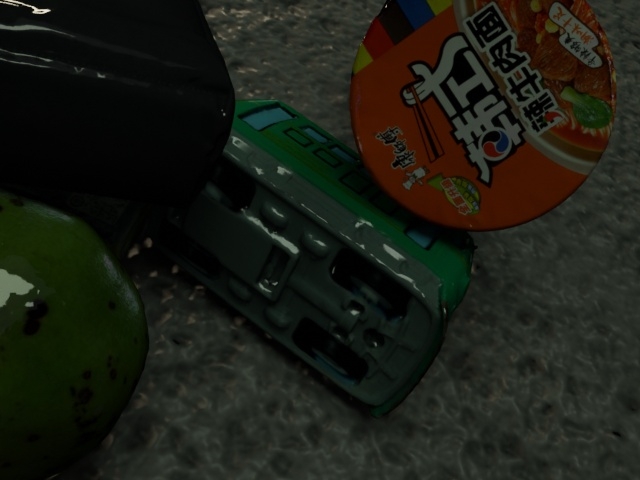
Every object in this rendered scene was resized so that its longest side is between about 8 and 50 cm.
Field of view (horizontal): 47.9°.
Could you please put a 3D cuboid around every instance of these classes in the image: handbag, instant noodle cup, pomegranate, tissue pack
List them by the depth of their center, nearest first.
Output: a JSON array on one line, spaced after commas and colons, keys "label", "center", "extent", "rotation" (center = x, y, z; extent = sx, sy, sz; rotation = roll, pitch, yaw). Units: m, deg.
[{"label": "pomegranate", "center": [-0.268, 0.069, 0.603], "extent": [0.254, 0.254, 0.270], "rotation": [19, 38, -4]}, {"label": "handbag", "center": [-0.253, -0.159, 0.624], "extent": [0.302, 0.177, 0.275], "rotation": [5, 39, -30]}, {"label": "instant noodle cup", "center": [0.150, -0.150, 0.750], "extent": [0.251, 0.250, 0.192], "rotation": [19, 13, -4]}, {"label": "tissue pack", "center": [-0.266, -0.105, 0.837], "extent": [0.185, 0.081, 0.257], "rotation": [22, 49, -2]}]

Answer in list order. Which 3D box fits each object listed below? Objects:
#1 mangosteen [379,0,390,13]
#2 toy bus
[{"label": "mangosteen", "center": [0.191, -0.229, 0.964], "extent": [0.301, 0.300, 0.300], "rotation": [9, 51, -12]}, {"label": "toy bus", "center": [0.000, 0.000, 0.783], "extent": [0.344, 0.183, 0.199], "rotation": [37, 37, 10]}]
